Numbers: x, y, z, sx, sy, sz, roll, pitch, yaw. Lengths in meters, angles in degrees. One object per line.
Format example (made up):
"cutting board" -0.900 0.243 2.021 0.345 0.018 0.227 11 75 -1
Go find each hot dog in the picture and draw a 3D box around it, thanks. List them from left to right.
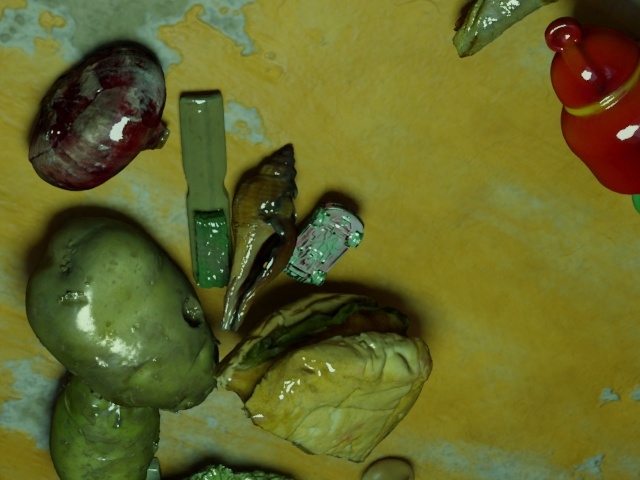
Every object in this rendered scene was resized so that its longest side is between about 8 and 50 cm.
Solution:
"hot dog" 0.216 -0.278 1.662 0.169 0.061 0.078 -31 166 17

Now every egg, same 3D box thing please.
"egg" 0.099 0.353 2.110 0.083 0.071 0.071 -33 124 2

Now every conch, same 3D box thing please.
"conch" -0.070 -0.003 1.799 0.086 0.080 0.233 6 98 35

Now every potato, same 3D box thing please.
"potato" -0.292 0.258 1.965 0.149 0.113 0.251 2 130 -8
"potato" -0.244 0.103 1.827 0.191 0.141 0.296 -48 112 -15

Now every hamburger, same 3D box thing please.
"hamburger" 0.029 0.162 1.887 0.209 0.162 0.330 -45 144 11

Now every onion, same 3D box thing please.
"onion" -0.250 -0.125 1.694 0.151 0.098 0.206 26 119 -22

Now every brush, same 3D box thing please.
"brush" -0.140 -0.053 1.796 0.054 0.048 0.282 -6 125 -7

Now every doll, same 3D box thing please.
"doll" 0.383 -0.145 1.723 0.182 0.160 0.363 -35 123 26

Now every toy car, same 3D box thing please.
"toy car" 0.000 0.000 1.846 0.069 0.055 0.142 31 128 -17

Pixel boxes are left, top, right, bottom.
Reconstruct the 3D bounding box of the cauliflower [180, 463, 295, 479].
"cauliflower" -0.139 0.452 2.027 0.272 0.250 0.275 26 102 -44

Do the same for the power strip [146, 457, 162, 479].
"power strip" -0.263 0.388 2.113 0.080 0.029 0.227 -5 127 -1
